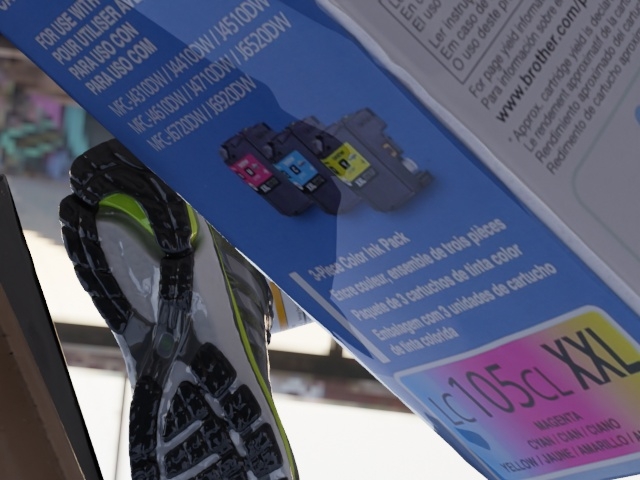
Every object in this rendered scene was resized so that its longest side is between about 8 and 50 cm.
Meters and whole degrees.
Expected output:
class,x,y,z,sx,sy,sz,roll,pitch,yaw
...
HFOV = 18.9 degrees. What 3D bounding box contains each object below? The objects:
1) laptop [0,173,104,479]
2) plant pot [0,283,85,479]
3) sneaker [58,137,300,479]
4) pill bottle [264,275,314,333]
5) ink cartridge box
class,x,y,z,sx,sy,sz,roll,pitch,yaw
laptop,-0.311,0.079,0.904,0.236,0.407,0.382,-16,-175,20
plant pot,-0.096,0.101,0.414,0.110,0.237,0.237,-21,-170,-14
sneaker,-0.065,0.077,1.228,0.111,0.300,0.121,-17,176,26
pill bottle,0.000,0.000,1.456,0.215,0.117,0.117,-16,-175,-5
ink cartridge box,0.023,-0.147,0.632,0.395,0.270,0.151,44,147,-14
